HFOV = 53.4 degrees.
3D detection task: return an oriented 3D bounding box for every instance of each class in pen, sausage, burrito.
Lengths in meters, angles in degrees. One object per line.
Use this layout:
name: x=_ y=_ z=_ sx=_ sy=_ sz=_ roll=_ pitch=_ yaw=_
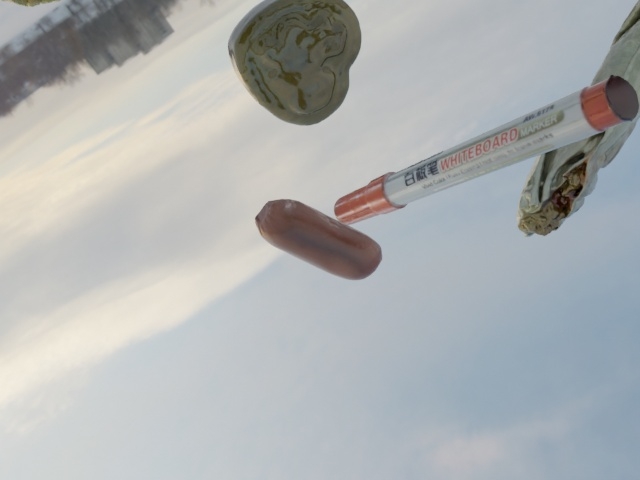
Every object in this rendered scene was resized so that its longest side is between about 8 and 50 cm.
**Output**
pen: x=0.086 y=-0.048 z=0.412 sx=0.239 sy=0.028 sz=0.028 roll=-20 pitch=-151 yaw=53
sausage: x=0.000 y=0.000 z=0.887 sx=0.077 sy=0.194 sz=0.077 roll=-47 pitch=-151 yaw=36
burrito: x=0.340 y=-0.175 z=0.719 sx=0.392 sy=0.076 sz=0.117 roll=-59 pitch=172 yaw=3

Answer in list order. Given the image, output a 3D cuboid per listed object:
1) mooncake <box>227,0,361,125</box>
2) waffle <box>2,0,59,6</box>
mooncake: x=-0.047 y=-0.328 z=1.127 sx=0.234 sy=0.235 sz=0.117 roll=-34 pitch=-145 yaw=1
waffle: x=-0.366 y=-0.443 z=0.767 sx=0.325 sy=0.068 sz=0.302 roll=-50 pitch=160 yaw=-72
